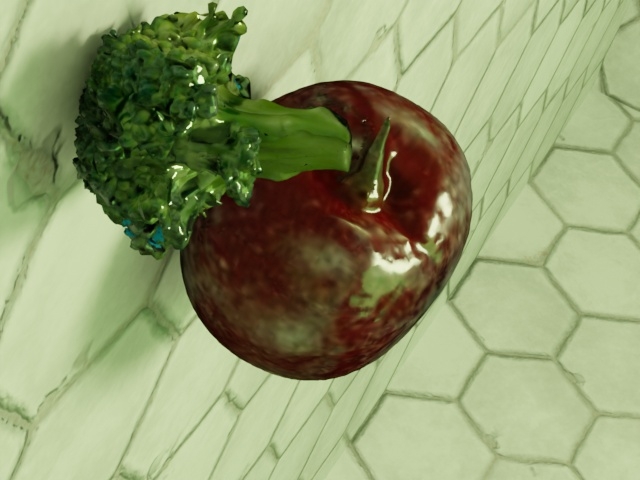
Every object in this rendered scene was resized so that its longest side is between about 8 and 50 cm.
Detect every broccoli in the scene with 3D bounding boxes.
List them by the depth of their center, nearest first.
[{"bbox_3d":[-0.061,-0.063,0.846,0.167,0.160,0.154,88,3,-49],"label":"broccoli"}]

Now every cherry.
[{"bbox_3d":[0.000,0.000,1.139,0.230,0.203,0.300,-63,179,-26],"label":"cherry"}]
